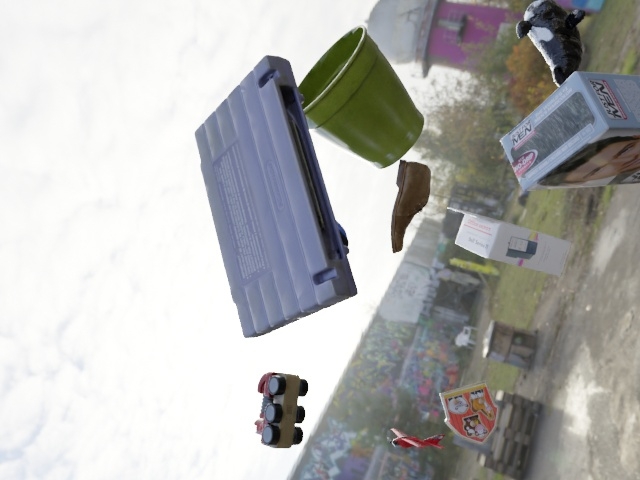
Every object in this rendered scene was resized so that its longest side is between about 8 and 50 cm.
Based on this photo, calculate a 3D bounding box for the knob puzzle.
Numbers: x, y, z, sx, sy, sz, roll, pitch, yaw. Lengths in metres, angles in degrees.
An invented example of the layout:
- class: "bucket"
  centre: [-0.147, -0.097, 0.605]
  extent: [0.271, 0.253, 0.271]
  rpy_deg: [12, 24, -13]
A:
- class: "knob puzzle"
  centre: [0.515, 0.588, 1.847]
  extent: [0.030, 0.213, 0.213]
  rpy_deg: [90, -160, -70]

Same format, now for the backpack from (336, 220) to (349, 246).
- class: "backpack"
  centre: [0.000, 0.000, 1.246]
  extent: [0.120, 0.098, 0.101]
  rpy_deg: [-42, 23, 18]

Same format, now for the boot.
- class: "boot"
  centre: [0.286, -0.103, 1.759]
  extent: [0.112, 0.115, 0.306]
  rpy_deg: [-18, -63, -82]

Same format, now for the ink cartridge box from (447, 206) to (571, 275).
- class: "ink cartridge box"
  centre: [0.580, 0.001, 1.746]
  extent: [0.207, 0.353, 0.119]
  rpy_deg: [-140, 65, -70]

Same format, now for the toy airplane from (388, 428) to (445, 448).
- class: "toy airplane"
  centre: [0.233, 0.485, 1.324]
  extent: [0.151, 0.151, 0.028]
  rpy_deg: [16, -104, -76]

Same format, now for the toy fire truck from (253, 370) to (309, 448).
- class: "toy fire truck"
  centre: [-0.148, 0.522, 1.721]
  extent: [0.158, 0.246, 0.217]
  rpy_deg: [16, -106, -38]

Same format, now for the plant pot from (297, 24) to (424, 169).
- class: "plant pot"
  centre: [0.134, -0.422, 1.761]
  extent: [0.366, 0.353, 0.366]
  rpy_deg: [-41, 25, 24]

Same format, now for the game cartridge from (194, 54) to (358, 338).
- class: "game cartridge"
  centre: [-0.080, -0.054, 0.804]
  extent: [0.068, 0.230, 0.355]
  rpy_deg: [-4, -108, -39]

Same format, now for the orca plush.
- class: "orca plush"
  centre: [0.499, -0.437, 1.143]
  extent: [0.102, 0.151, 0.287]
  rpy_deg: [121, 172, -48]

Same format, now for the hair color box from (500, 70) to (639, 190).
- class: "hair color box"
  centre: [0.529, -0.185, 0.959]
  extent: [0.185, 0.374, 0.114]
  rpy_deg: [-50, 50, 56]
